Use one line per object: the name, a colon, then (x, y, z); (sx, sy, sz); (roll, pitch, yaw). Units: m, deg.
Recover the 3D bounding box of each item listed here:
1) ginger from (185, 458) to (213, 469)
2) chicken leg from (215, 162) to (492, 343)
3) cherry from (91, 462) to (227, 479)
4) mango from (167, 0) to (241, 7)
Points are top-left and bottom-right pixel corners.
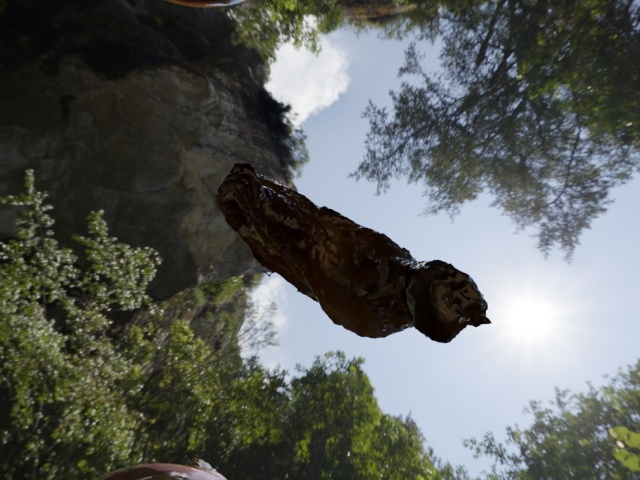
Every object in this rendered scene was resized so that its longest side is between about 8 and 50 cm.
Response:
ginger: (-0.129, 0.389, 0.740); (0.059, 0.214, 0.133); (-51, -57, -22)
chicken leg: (0.007, 0.008, 0.441); (0.322, 0.177, 0.083); (32, -103, 34)
cherry: (-0.137, 0.254, 0.320); (0.206, 0.239, 0.239); (16, -88, -28)
mango: (-0.189, -0.352, 0.529); (0.287, 0.201, 0.153); (23, -47, -2)
